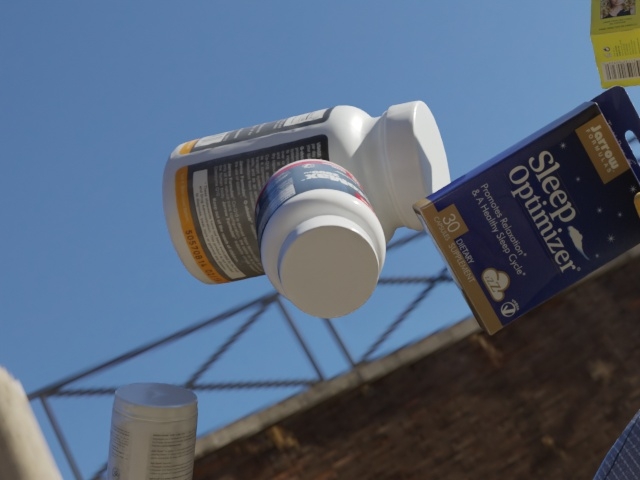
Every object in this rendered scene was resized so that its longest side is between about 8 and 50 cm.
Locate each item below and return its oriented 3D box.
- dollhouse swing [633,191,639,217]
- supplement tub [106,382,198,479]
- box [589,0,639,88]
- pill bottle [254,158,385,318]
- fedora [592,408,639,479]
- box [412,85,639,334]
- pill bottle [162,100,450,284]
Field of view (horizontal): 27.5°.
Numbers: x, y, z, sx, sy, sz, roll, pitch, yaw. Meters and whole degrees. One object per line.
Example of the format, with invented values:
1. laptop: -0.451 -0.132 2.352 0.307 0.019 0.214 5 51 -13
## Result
1. dollhouse swing: 0.472 0.076 0.992 0.347 0.304 0.315 -6 5 38
2. supplement tub: -0.137 0.176 1.061 0.071 0.071 0.107 -3 -76 -45
3. box: 0.317 -0.272 1.365 0.058 0.232 0.087 -5 -36 19
4. pill bottle: 0.000 0.000 1.134 0.108 0.108 0.180 -32 18 4
5. fedora: 0.174 0.151 0.542 0.244 0.124 0.275 -43 -42 -37
6. box: 0.213 -0.031 1.185 0.225 0.136 0.036 -32 11 -4
7. pill bottle: -0.013 -0.053 1.377 0.279 0.162 0.162 -11 -19 18
